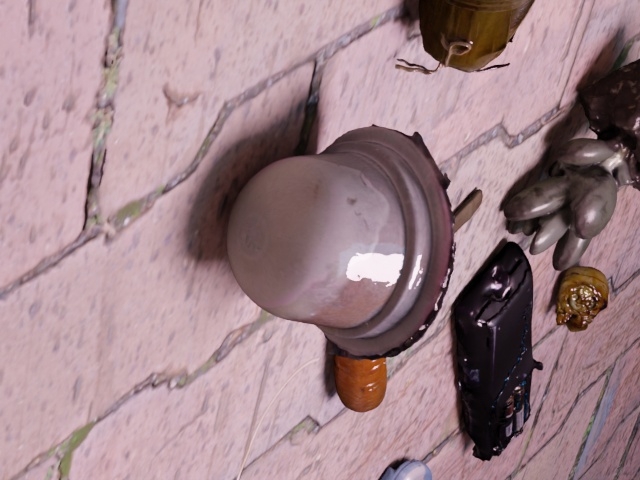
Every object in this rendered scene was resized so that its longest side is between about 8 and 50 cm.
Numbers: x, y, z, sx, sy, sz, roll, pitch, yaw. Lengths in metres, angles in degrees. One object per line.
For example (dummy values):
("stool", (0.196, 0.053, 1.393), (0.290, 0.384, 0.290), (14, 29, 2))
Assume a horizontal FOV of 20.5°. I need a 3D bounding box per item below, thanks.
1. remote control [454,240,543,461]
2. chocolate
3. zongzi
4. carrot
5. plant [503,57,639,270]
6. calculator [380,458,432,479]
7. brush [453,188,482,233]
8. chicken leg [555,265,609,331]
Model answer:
("remote control", (0.226, 0.156, 2.227), (0.144, 0.062, 0.399), (-50, 155, -21))
("chocolate", (-0.007, -0.003, 1.470), (0.147, 0.221, 0.221), (6, 115, -35))
("zongzi", (0.175, -0.283, 1.560), (0.241, 0.111, 0.248), (-51, 161, -37))
("carrot", (0.039, 0.094, 1.784), (0.059, 0.059, 0.248), (-46, 151, -30))
("plant", (0.331, -0.091, 2.059), (0.274, 0.149, 0.146), (-44, 114, 3))
("calculator", (0.068, 0.361, 2.176), (0.210, 0.039, 0.121), (-55, 155, -10))
("brush", (0.126, 0.012, 1.895), (0.190, 0.027, 0.034), (-45, 155, -33))
("chicken leg", (0.352, 0.092, 2.421), (0.093, 0.070, 0.178), (-49, 165, -11))
